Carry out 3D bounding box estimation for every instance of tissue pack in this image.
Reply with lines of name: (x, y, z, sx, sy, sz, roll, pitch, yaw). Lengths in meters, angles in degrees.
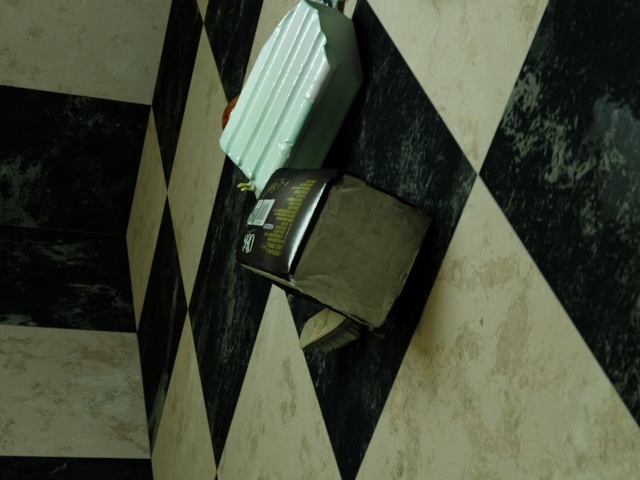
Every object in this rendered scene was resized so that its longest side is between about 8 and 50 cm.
tissue pack: (0.000, 0.000, 1.665, 0.210, 0.198, 0.370, -68, 19, -2)

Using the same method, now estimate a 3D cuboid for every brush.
brush: (0.064, 0.125, 1.727, 0.327, 0.065, 0.070, -39, 28, 53)

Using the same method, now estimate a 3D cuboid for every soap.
soap: (-0.047, -0.272, 1.933, 0.208, 0.115, 0.347, 46, 118, 41)

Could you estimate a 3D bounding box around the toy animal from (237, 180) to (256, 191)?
toy animal: (-0.152, -0.152, 2.301, 0.219, 0.155, 0.095, 48, 120, 55)

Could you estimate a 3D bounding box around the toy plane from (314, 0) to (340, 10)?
toy plane: (0.011, -0.485, 2.036, 0.226, 0.058, 0.226, -44, 42, 39)

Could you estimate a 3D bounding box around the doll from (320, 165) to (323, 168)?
doll: (-0.032, -0.120, 2.035, 0.103, 0.071, 0.214, -119, 43, -61)

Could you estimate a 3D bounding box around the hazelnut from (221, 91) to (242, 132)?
hazelnut: (-0.151, -0.281, 2.306, 0.143, 0.154, 0.143, 61, -179, -1)
